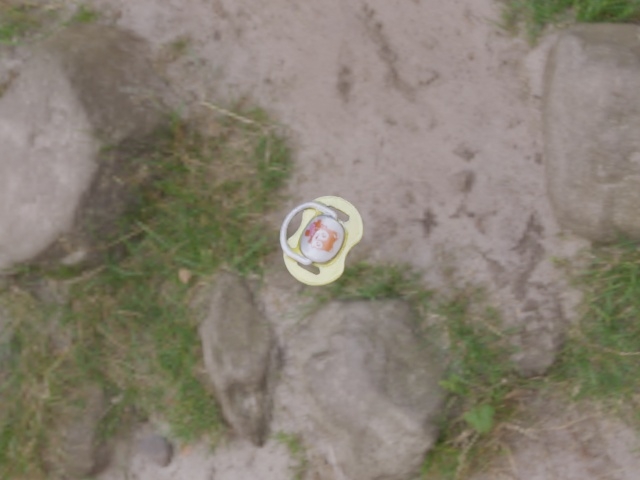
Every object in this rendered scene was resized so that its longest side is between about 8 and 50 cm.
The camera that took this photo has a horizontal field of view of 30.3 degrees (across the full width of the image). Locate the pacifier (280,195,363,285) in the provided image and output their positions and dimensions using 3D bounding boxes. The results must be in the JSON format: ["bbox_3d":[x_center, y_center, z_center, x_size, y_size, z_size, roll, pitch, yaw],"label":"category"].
[{"bbox_3d":[0.000,0.000,1.065,0.068,0.064,0.083,27,85,11],"label":"pacifier"}]
